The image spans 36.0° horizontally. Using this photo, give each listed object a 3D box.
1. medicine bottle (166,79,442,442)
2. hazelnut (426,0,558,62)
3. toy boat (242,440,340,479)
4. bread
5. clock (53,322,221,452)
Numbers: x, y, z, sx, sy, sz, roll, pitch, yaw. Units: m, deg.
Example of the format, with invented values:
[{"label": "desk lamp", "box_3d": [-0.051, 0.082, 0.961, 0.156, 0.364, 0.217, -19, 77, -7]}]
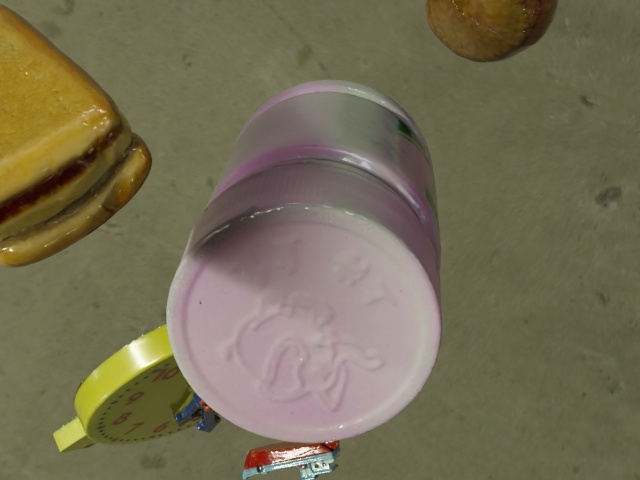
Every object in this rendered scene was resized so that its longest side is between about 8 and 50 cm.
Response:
[{"label": "medicine bottle", "box_3d": [0.000, 0.000, 0.859, 0.212, 0.325, 0.212, 1, 114, 3]}, {"label": "hazelnut", "box_3d": [0.258, -0.345, 1.397, 0.210, 0.186, 0.210, -3, 136, -3]}, {"label": "toy boat", "box_3d": [-0.047, 0.354, 1.569, 0.172, 0.069, 0.059, -12, 89, 15]}, {"label": "bread", "box_3d": [-0.184, -0.063, 0.555, 0.116, 0.077, 0.200, -40, 45, -11]}, {"label": "clock", "box_3d": [-0.136, 0.162, 1.111, 0.293, 0.277, 0.071, -50, 59, 40]}]
